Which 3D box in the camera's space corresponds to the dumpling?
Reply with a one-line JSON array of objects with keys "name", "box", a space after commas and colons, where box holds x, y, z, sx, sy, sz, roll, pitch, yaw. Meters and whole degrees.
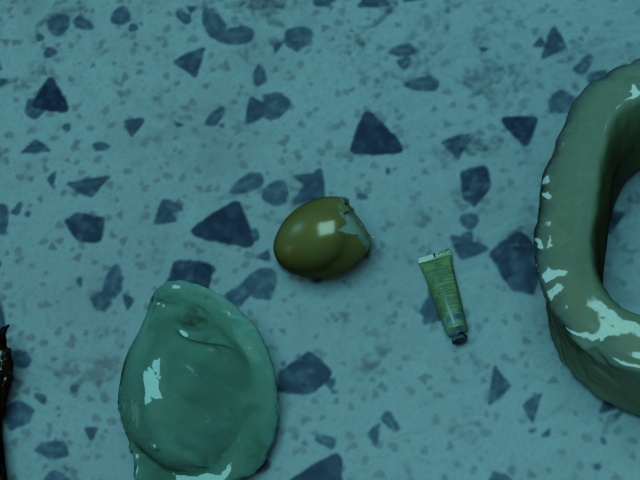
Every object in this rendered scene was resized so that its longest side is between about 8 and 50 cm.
[{"name": "dumpling", "box": [-0.128, 0.150, 1.844, 0.108, 0.152, 0.219, -6, 75, 57]}]

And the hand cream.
[{"name": "hand cream", "box": [0.125, 0.056, 1.868, 0.035, 0.022, 0.102, -18, 58, 4]}]

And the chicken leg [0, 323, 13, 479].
[{"name": "chicken leg", "box": [-0.349, 0.200, 1.879, 0.105, 0.063, 0.234, -8, 64, 3]}]

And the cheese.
[{"name": "cheese", "box": [0.353, -0.003, 1.773, 0.292, 0.153, 0.332, -1, 68, 12]}]

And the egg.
[{"name": "egg", "box": [0.000, 0.000, 1.886, 0.096, 0.080, 0.080, -31, 63, 11]}]
